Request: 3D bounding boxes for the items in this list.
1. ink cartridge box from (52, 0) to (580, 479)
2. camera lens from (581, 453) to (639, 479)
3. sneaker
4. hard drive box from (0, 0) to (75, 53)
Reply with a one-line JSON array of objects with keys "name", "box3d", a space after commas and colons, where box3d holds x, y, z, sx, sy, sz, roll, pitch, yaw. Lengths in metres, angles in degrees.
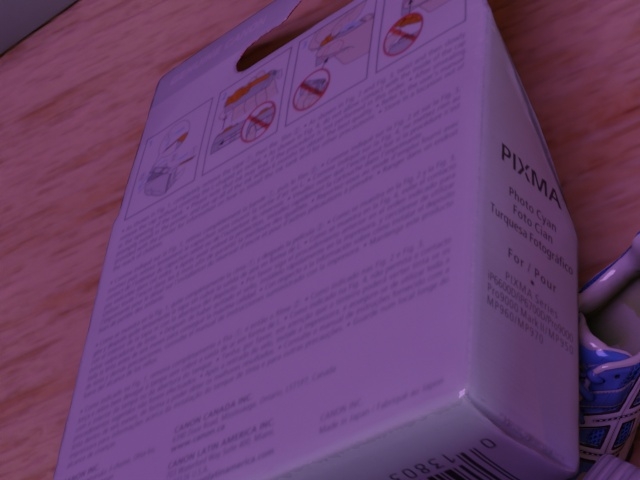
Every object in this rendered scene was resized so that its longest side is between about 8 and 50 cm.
[{"name": "ink cartridge box", "box3d": [0.000, 0.000, 0.941, 0.308, 0.091, 0.385, -27, 38, 36]}, {"name": "camera lens", "box3d": [0.127, 0.256, 0.684, 0.219, 0.219, 0.274, 30, 86, 37]}, {"name": "sneaker", "box3d": [0.129, 0.077, 0.851, 0.080, 0.081, 0.211, 35, 90, 35]}, {"name": "hard drive box", "box3d": [-0.314, -0.198, 1.237, 0.232, 0.089, 0.181, -32, 56, 15]}]
